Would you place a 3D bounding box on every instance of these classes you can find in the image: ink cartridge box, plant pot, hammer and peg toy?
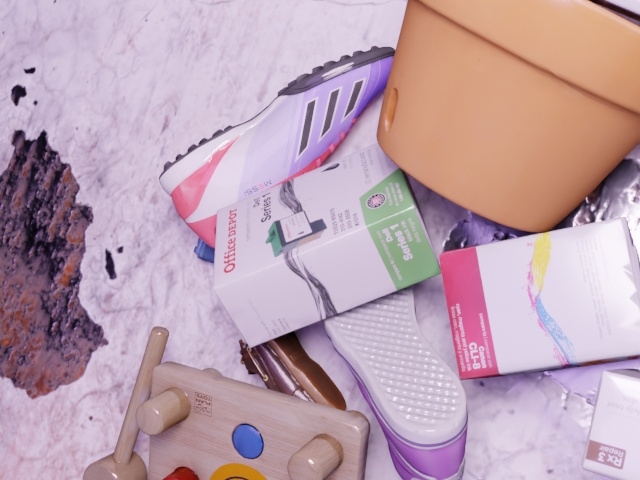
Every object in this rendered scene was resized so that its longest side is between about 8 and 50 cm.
[{"bbox_3d":[0.000,0.000,0.863,0.220,0.092,0.160,-22,32,8],"label":"ink cartridge box"},{"bbox_3d":[0.185,-0.143,0.776,0.291,0.291,0.203,36,113,25],"label":"plant pot"},{"bbox_3d":[0.225,0.062,0.790,0.176,0.128,0.127,-13,77,22],"label":"ink cartridge box"},{"bbox_3d":[-0.125,0.259,0.879,0.362,0.127,0.265,12,105,25],"label":"hammer and peg toy"}]

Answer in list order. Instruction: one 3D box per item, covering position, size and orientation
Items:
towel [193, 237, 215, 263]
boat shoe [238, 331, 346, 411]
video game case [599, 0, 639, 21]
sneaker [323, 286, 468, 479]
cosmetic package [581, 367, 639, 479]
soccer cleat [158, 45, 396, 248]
[{"bbox_3d":[-0.097,0.006,0.999,0.120,0.029,0.067,18,88,26],"label":"towel"},{"bbox_3d":[-0.058,0.135,0.935,0.073,0.073,0.207,-43,69,19],"label":"boat shoe"},{"bbox_3d":[0.306,-0.213,0.753,0.201,0.183,0.023,29,112,14],"label":"video game case"},{"bbox_3d":[0.073,0.145,0.861,0.102,0.161,0.282,-17,40,-3],"label":"sneaker"},{"bbox_3d":[0.301,0.159,0.683,0.117,0.231,0.085,12,86,25],"label":"cosmetic package"},{"bbox_3d":[-0.034,-0.112,0.953,0.318,0.108,0.116,-31,90,7],"label":"soccer cleat"}]
